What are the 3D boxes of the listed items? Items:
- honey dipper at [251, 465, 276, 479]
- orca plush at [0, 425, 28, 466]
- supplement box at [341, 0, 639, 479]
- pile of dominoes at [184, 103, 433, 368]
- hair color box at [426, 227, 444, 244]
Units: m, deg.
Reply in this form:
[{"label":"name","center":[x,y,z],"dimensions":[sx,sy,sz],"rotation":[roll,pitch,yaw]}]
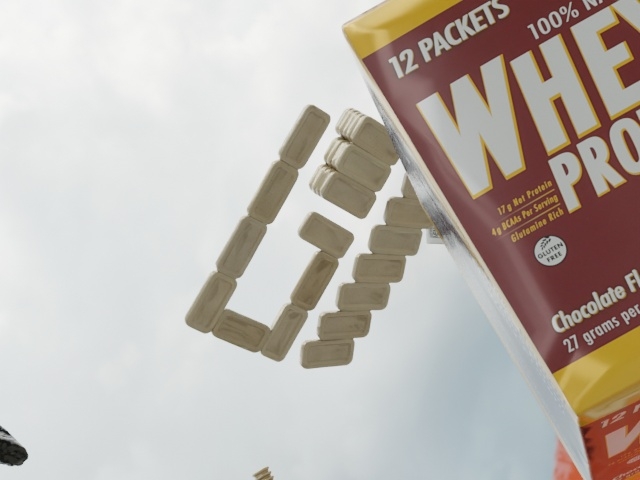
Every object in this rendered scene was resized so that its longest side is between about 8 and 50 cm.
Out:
[{"label":"honey dipper","center":[-0.054,0.419,1.738],"dimensions":[0.160,0.030,0.030],"rotation":[61,-154,11]},{"label":"orca plush","center":[-0.304,0.152,0.764],"dimensions":[0.287,0.102,0.151],"rotation":[7,-118,-55]},{"label":"supplement box","center":[0.126,-0.012,0.512],"dimensions":[0.129,0.191,0.194],"rotation":[-30,-26,3]},{"label":"pile of dominoes","center":[0.000,0.000,1.110],"dimensions":[0.196,0.040,0.251],"rotation":[28,-86,-34]},{"label":"hair color box","center":[0.192,-0.026,1.327],"dimensions":[0.072,0.141,0.043],"rotation":[76,-163,-65]}]
